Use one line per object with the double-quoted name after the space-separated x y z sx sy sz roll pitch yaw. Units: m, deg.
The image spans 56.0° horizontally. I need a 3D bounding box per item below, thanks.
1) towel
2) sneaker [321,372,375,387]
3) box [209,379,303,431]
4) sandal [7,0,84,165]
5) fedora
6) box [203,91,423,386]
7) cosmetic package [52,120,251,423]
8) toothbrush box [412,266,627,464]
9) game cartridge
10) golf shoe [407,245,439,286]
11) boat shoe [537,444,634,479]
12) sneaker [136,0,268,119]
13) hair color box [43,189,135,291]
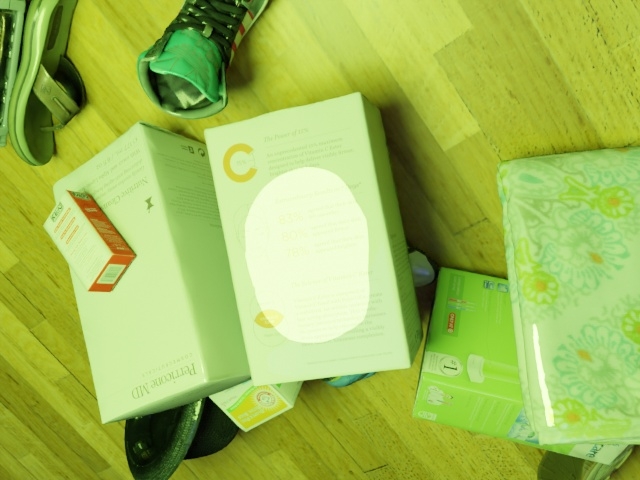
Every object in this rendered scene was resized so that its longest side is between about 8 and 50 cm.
0.403 0.061 0.746 0.321 0.090 0.374 -4 77 5 "towel"
0.092 0.188 1.049 0.209 0.069 0.082 -40 135 20 "sneaker"
-0.090 0.201 1.015 0.114 0.203 0.103 -34 104 28 "box"
-0.409 -0.240 0.926 0.086 0.120 0.302 20 121 -11 "sandal"
-0.236 0.298 1.115 0.153 0.334 0.334 17 127 -33 "fedora"
0.000 0.000 0.828 0.215 0.168 0.345 -10 91 15 "box"
-0.242 0.052 0.902 0.217 0.156 0.385 -28 70 25 "cosmetic package"
0.294 0.176 0.881 0.283 0.206 0.122 10 138 10 "toothbrush box"
-0.527 -0.299 0.910 0.198 0.062 0.297 37 121 23 "game cartridge"
0.086 0.044 0.949 0.198 0.094 0.077 14 119 7 "golf shoe"
0.465 0.320 0.995 0.098 0.109 0.302 -4 124 -28 "boat shoe"
-0.147 -0.268 0.768 0.124 0.178 0.295 22 133 -18 "sneaker"
-0.326 0.000 0.844 0.141 0.043 0.072 46 107 25 "hair color box"
